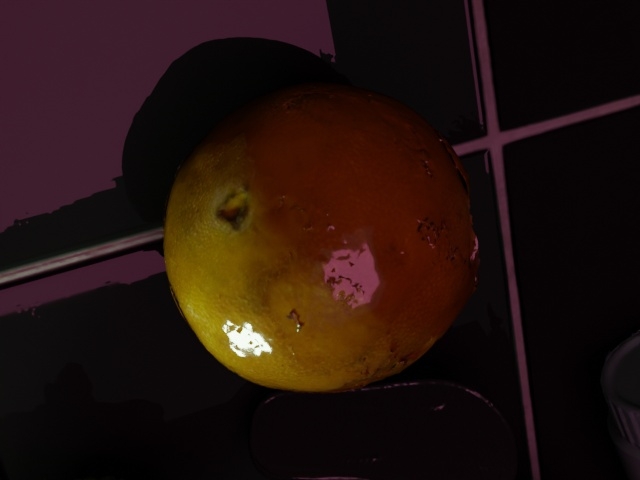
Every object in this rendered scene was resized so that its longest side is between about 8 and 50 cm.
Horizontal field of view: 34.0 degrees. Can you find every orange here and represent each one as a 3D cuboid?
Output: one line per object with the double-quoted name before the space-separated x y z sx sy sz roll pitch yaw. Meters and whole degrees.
"orange" 0.000 0.000 0.791 0.240 0.240 0.240 -6 110 -16

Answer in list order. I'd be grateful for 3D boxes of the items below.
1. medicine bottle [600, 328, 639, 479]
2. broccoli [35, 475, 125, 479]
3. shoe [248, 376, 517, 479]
"medicine bottle" 0.392 0.241 1.048 0.158 0.158 0.318 -30 115 -6
"broccoli" -0.223 0.332 0.832 0.248 0.245 0.288 16 98 -13
"shoe" 0.055 0.185 0.960 0.241 0.093 0.108 3 68 -1
